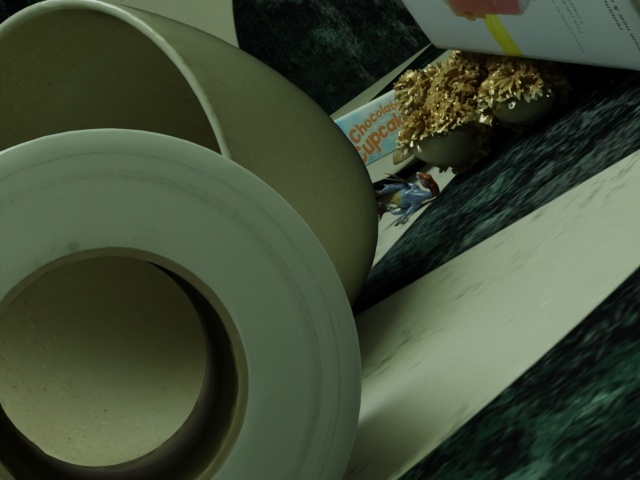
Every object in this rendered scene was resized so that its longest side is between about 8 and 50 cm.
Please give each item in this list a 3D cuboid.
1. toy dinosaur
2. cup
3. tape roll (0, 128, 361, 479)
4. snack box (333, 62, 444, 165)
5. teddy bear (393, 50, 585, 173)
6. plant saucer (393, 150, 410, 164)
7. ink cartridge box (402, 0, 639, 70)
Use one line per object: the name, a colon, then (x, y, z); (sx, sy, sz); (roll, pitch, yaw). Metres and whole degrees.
toy dinosaur: (0.081, -0.046, 1.480); (0.082, 0.047, 0.090); (-12, 10, 33)
cup: (-0.093, -0.009, 1.176); (0.237, 0.331, 0.331); (-7, -20, -48)
tape roll: (-0.112, 0.068, 0.828); (0.246, 0.246, 0.169); (-39, 7, -7)
snack box: (0.075, -0.128, 1.740); (0.322, 0.060, 0.187); (-29, 2, -22)
teddy bear: (0.179, -0.175, 1.521); (0.245, 0.113, 0.338); (-28, 12, 48)
plant saucer: (0.116, -0.122, 1.913); (0.083, 0.015, 0.083); (-38, 6, 5)
ink cartridge box: (0.243, -0.289, 1.330); (0.279, 0.160, 0.384); (-40, 23, -13)
